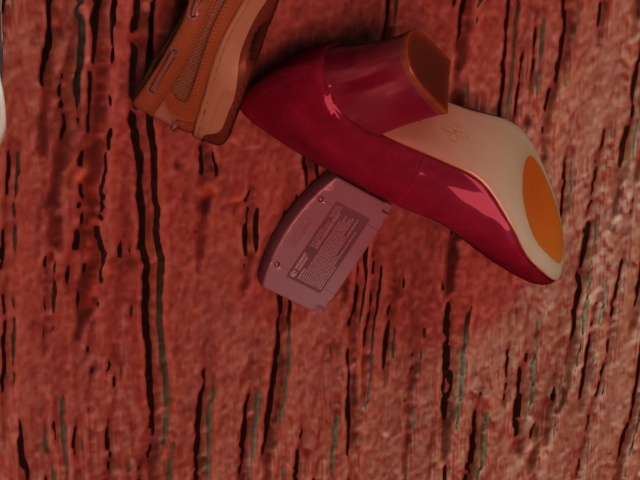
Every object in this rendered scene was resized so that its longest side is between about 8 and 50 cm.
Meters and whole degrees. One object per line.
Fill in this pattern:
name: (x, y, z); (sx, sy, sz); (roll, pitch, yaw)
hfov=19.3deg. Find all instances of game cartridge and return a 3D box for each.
game cartridge: (0.000, 0.000, 1.151); (0.056, 0.017, 0.083); (28, 103, -33)

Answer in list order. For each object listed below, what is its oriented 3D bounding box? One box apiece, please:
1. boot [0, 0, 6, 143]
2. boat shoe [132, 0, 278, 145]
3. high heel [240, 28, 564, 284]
boot: (-0.202, -0.129, 0.983); (0.069, 0.086, 0.190); (-3, 90, -14)
boat shoe: (-0.055, -0.147, 1.033); (0.072, 0.068, 0.190); (20, 105, -4)
high heel: (0.058, -0.037, 1.139); (0.117, 0.082, 0.244); (-13, 147, 29)
